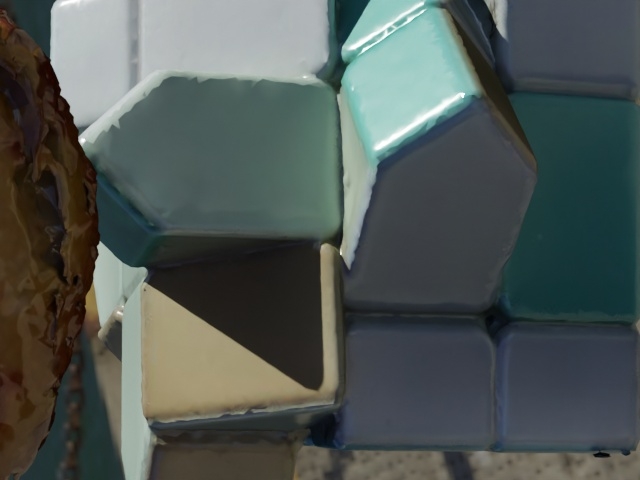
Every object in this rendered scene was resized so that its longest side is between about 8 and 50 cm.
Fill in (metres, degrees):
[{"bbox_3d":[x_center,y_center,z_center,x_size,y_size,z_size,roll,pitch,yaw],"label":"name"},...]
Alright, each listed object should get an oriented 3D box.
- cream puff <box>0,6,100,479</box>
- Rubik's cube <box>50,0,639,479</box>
[{"bbox_3d":[-0.187,0.008,0.475,0.164,0.240,0.240,-1,96,57],"label":"cream puff"},{"bbox_3d":[0.000,0.000,0.638,0.265,0.213,0.224,157,116,-73],"label":"Rubik's cube"}]
